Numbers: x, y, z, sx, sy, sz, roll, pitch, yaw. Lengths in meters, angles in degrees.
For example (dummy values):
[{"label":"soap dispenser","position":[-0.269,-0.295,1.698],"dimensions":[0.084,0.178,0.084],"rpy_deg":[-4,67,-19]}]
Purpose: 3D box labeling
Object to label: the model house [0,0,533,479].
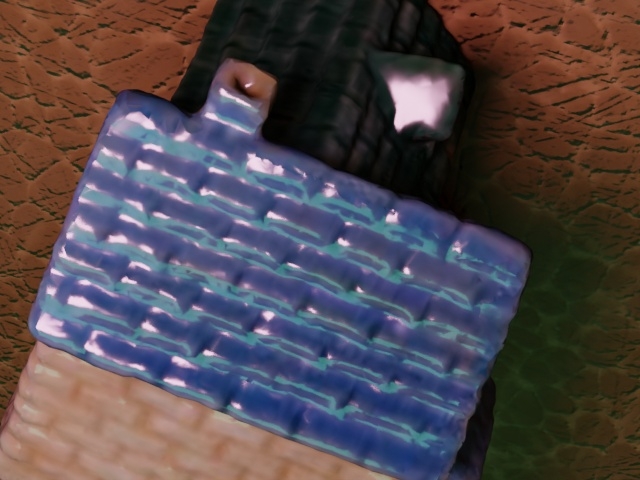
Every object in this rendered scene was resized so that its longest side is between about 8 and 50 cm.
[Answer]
[{"label":"model house","position":[0.000,0.000,1.347],"dimensions":[0.395,0.445,0.400],"rpy_deg":[21,135,-1]}]
